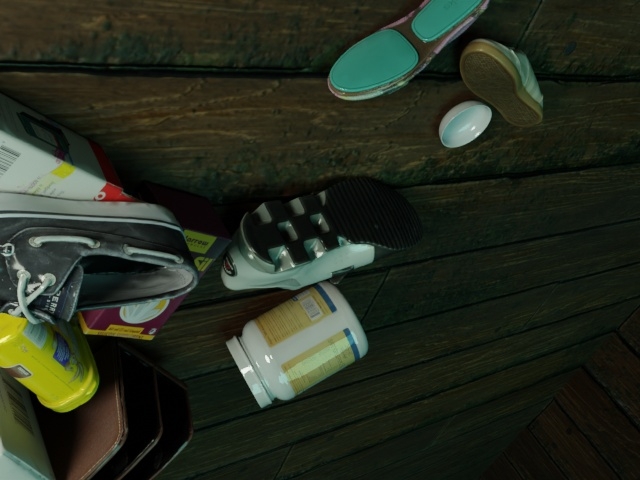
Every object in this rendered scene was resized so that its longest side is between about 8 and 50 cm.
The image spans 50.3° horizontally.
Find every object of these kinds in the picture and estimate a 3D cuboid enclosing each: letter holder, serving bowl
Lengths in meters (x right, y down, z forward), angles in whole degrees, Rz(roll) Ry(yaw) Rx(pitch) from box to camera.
[{"bbox_3d":[-0.334,0.325,0.948,0.302,0.214,0.152,-40,124,7],"label":"letter holder"},{"bbox_3d":[0.208,-0.176,1.001,0.083,0.027,0.083,-20,149,-12],"label":"serving bowl"}]

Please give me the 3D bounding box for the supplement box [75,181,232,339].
[{"bbox_3d":[-0.212,0.030,0.842,0.188,0.081,0.104,-49,144,19],"label":"supplement box"}]

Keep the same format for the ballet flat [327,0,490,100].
[{"bbox_3d":[0.110,-0.232,0.818,0.221,0.077,0.079,-37,166,3],"label":"ballet flat"}]

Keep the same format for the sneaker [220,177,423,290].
[{"bbox_3d":[0.000,0.000,0.984,0.330,0.122,0.146,-8,156,-36],"label":"sneaker"}]

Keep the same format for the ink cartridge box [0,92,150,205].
[{"bbox_3d":[-0.296,-0.051,0.668,0.134,0.078,0.231,-42,146,12],"label":"ink cartridge box"}]

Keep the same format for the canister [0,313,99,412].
[{"bbox_3d":[-0.338,0.112,0.797,0.073,0.126,0.170,-29,144,-9],"label":"canister"}]

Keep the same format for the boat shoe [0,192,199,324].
[{"bbox_3d":[-0.257,0.029,0.636,0.301,0.102,0.108,-1,135,-40],"label":"boat shoe"}]

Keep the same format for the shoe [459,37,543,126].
[{"bbox_3d":[0.258,-0.231,0.961,0.219,0.076,0.058,27,69,-52],"label":"shoe"}]

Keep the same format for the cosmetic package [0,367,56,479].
[{"bbox_3d":[-0.522,0.280,0.780,0.365,0.197,0.155,-28,146,-14],"label":"cosmetic package"}]

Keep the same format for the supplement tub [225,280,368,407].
[{"bbox_3d":[-0.038,0.170,1.114,0.199,0.144,0.144,-28,146,-10],"label":"supplement tub"}]
